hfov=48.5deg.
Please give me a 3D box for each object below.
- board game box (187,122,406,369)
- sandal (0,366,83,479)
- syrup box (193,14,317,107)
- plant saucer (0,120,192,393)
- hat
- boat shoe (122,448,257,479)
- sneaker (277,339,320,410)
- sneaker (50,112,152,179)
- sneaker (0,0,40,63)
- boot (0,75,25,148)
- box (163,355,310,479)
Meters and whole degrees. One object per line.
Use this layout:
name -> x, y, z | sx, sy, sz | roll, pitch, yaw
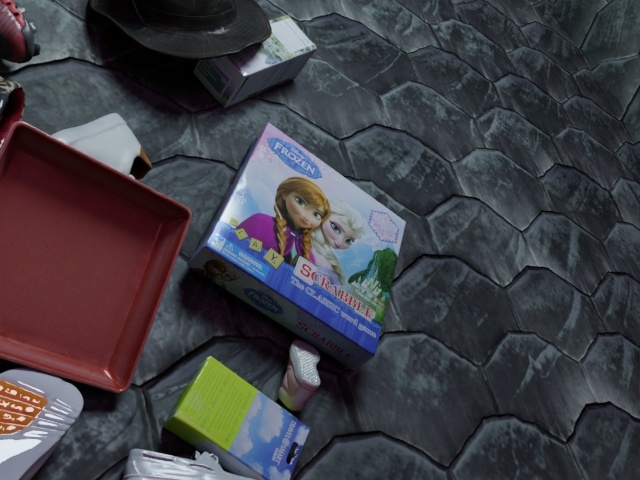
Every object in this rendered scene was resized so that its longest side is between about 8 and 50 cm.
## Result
board game box -> -0.019, 0.001, 1.180 | 0.318, 0.066, 0.318 | 34, 44, -16
sandal -> -0.354, 0.234, 0.746 | 0.102, 0.076, 0.265 | 34, 29, -3
syrup box -> -0.122, -0.347, 1.365 | 0.093, 0.096, 0.237 | 49, 44, 4
plant saucer -> -0.311, 0.028, 0.870 | 0.258, 0.047, 0.259 | 30, 70, -37
hat -> -0.234, -0.453, 1.249 | 0.331, 0.134, 0.331 | 9, 39, -7
boat shoe -> -0.154, 0.294, 0.885 | 0.184, 0.066, 0.063 | 11, 53, -21
sneaker -> -0.036, 0.203, 1.062 | 0.051, 0.070, 0.134 | 27, 16, -13
sneaker -> -0.326, -0.086, 0.977 | 0.123, 0.106, 0.290 | 50, 32, -7
sneaker -> -0.540, -0.341, 1.019 | 0.276, 0.097, 0.135 | 39, 42, -6
boot -> -0.507, -0.135, 0.771 | 0.284, 0.138, 0.377 | 17, 23, -15
box -> -0.109, 0.251, 0.962 | 0.178, 0.042, 0.109 | 38, 43, -10
